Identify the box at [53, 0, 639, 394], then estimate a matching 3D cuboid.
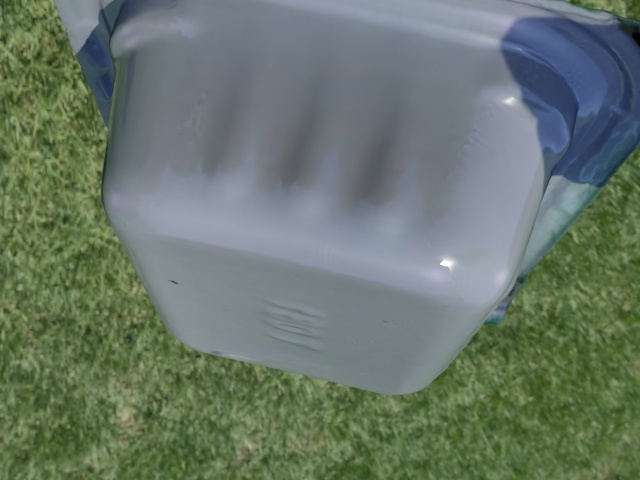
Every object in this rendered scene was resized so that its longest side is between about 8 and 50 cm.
[{"bbox_3d":[0.000,0.000,0.439,0.264,0.106,0.336,12,160,3],"label":"box"}]
